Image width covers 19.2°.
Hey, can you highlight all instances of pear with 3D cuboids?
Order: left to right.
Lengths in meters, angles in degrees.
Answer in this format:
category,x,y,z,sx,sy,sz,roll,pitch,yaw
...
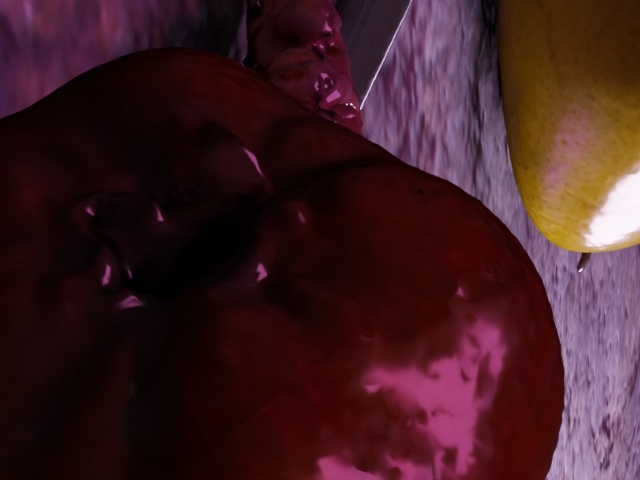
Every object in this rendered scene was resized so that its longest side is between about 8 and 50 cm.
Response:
category,x,y,z,sx,sy,sz,roll,pitch,yaw
pear,0.259,-0.138,1.328,0.285,0.285,0.336,-66,156,-47

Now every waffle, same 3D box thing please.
category,x,y,z,sx,sy,sz,roll,pitch,yaw
waffle,0.000,0.000,0.805,0.221,0.055,0.234,-98,-176,-61

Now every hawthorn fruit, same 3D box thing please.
category,x,y,z,sx,sy,sz,roll,pitch,yaw
hawthorn fruit,-0.037,0.080,0.551,0.262,0.210,0.210,84,19,-49

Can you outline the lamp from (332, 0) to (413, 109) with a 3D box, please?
category,x,y,z,sx,sy,sz,roll,pitch,yaw
lamp,0.069,-0.225,0.897,0.266,0.047,0.269,114,-3,-50
